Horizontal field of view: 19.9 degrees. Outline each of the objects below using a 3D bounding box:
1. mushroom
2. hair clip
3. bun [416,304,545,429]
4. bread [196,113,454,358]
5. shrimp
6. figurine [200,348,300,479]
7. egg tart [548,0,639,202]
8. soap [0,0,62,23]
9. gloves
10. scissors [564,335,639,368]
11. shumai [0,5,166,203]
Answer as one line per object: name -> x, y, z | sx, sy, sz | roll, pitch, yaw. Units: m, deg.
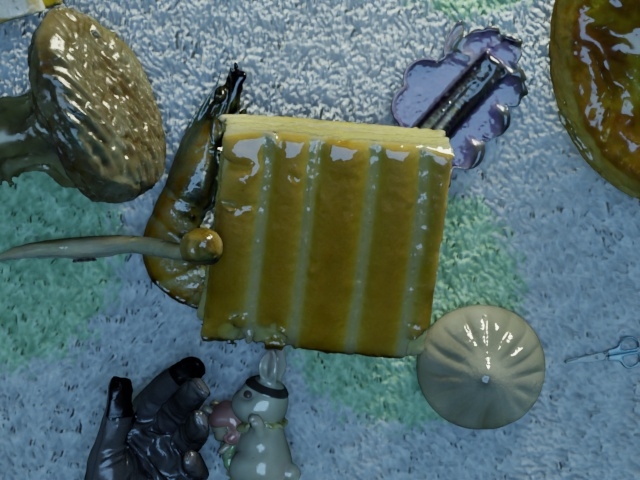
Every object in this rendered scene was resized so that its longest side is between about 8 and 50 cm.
mushroom -> -0.215, 0.009, 1.864 | 0.306, 0.068, 0.043 | -2, 75, 38
hair clip -> 0.139, -0.142, 1.903 | 0.124, 0.052, 0.195 | 37, 89, -10
bun -> 0.169, 0.137, 1.912 | 0.138, 0.094, 0.138 | 0, 96, 2
bread -> 0.000, 0.000, 1.848 | 0.239, 0.111, 0.246 | 5, 110, -3
shrimp -> -0.070, -0.043, 1.915 | 0.198, 0.051, 0.262 | 17, 99, -10
figurine -> -0.077, 0.188, 1.918 | 0.098, 0.081, 0.146 | -7, 97, 0
egg tart -> 0.395, -0.180, 1.827 | 0.341, 0.129, 0.341 | 9, 107, 31
soap -> -0.422, -0.335, 1.832 | 0.259, 0.143, 0.281 | -16, 102, 3
gloves -> -0.190, 0.243, 1.908 | 0.142, 0.119, 0.285 | 25, 109, -15
scissors -> 0.303, 0.125, 1.955 | 0.083, 0.006, 0.036 | -9, 98, 0
shumai -> -0.263, -0.124, 1.863 | 0.153, 0.161, 0.209 | -21, 120, 23
